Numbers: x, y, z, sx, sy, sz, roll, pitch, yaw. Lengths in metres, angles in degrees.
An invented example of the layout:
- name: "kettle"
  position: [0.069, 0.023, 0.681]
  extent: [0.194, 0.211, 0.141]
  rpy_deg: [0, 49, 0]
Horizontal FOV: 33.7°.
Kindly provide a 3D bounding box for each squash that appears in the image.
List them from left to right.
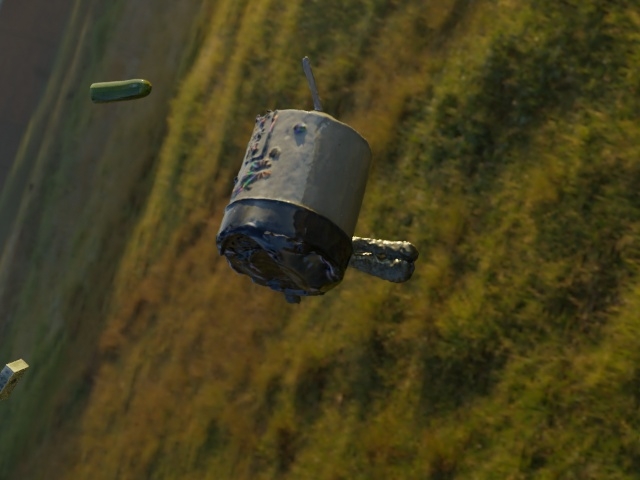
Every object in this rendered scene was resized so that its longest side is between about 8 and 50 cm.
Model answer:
- name: "squash"
  position: [-0.254, -0.192, 1.358]
  extent: [0.027, 0.083, 0.027]
  rpy_deg: [-3, -90, -68]

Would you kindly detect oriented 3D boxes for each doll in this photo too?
- name: "doll"
  position: [-0.006, 0.017, 1.654]
  extent: [0.203, 0.286, 0.091]
  rpy_deg: [-53, -9, 4]

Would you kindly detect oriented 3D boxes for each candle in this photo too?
- name: "candle"
  position: [-0.023, -0.093, 1.465]
  extent: [0.187, 0.187, 0.330]
  rpy_deg: [-38, 33, 60]

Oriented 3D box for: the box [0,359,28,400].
- name: "box"
  position: [-0.598, 0.269, 2.018]
  extent: [0.083, 0.024, 0.054]
  rpy_deg: [-53, -11, 14]
